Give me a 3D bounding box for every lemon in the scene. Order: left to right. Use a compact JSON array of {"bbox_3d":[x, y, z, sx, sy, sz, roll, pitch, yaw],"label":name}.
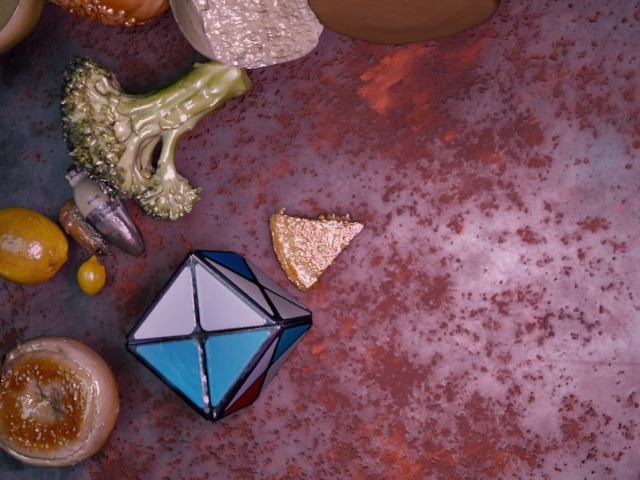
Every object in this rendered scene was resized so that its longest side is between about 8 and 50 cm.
[{"bbox_3d":[-0.671,0.013,1.751,0.207,0.170,0.170,30,94,10],"label":"lemon"},{"bbox_3d":[-0.517,0.079,1.759,0.065,0.065,0.092,4,88,14],"label":"lemon"}]

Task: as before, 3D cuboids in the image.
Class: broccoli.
[{"bbox_3d":[-0.376,-0.289,1.669,0.353,0.275,0.397,26,102,-30],"label":"broccoli"}]

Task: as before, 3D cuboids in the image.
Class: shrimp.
[{"bbox_3d":[-0.527,-0.029,1.787,0.099,0.041,0.180,-41,76,-8],"label":"shrimp"}]

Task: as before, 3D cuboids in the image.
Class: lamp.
[{"bbox_3d":[-0.477,-0.066,1.736,0.101,0.101,0.250,-40,89,8],"label":"lamp"}]

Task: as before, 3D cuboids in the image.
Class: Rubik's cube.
[{"bbox_3d":[-0.197,0.182,1.577,0.246,0.250,0.248,37,97,14],"label":"Rubik's cube"}]

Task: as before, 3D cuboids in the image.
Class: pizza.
[{"bbox_3d":[0.000,0.000,1.638,0.199,0.062,0.188,-19,94,6],"label":"pizza"}]

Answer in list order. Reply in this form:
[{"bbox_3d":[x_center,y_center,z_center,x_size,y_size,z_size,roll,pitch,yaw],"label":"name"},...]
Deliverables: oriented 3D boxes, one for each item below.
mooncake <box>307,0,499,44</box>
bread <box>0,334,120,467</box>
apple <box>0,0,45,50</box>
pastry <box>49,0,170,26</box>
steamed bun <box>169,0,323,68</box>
[{"bbox_3d":[0.160,-0.528,1.483,0.379,0.378,0.200,0,82,14],"label":"mooncake"},{"bbox_3d":[-0.578,0.348,1.707,0.306,0.159,0.305,0,90,13],"label":"bread"},{"bbox_3d":[-0.810,-0.571,1.769,0.360,0.320,0.311,-26,119,17],"label":"apple"},{"bbox_3d":[-0.485,-0.609,1.648,0.409,0.409,0.245,38,113,14],"label":"pastry"},{"bbox_3d":[-0.152,-0.467,1.576,0.290,0.273,0.272,-4,87,-31],"label":"steamed bun"}]
